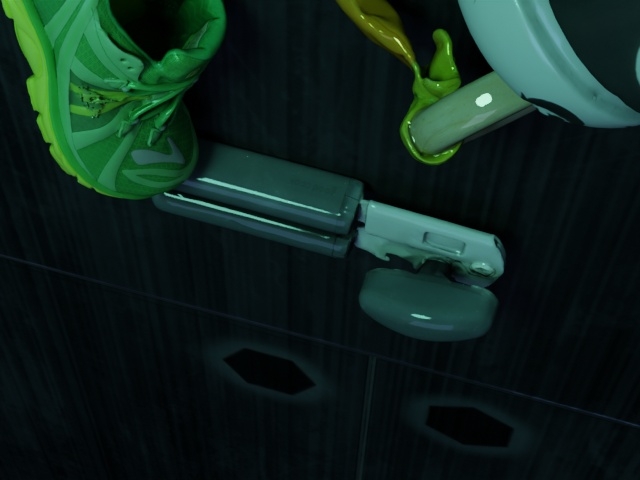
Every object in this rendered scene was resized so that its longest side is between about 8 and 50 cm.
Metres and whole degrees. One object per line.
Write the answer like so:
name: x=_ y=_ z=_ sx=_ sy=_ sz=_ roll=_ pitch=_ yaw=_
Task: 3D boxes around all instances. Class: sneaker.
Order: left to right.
sneaker: x=-0.121 y=-0.116 z=0.947 sx=0.123 sy=0.109 sz=0.295 roll=14 pitch=152 yaw=17

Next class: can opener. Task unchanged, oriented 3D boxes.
can opener: x=0.000 y=0.000 z=1.096 sx=0.283 sy=0.095 sz=0.076 roll=15 pitch=151 yaw=6

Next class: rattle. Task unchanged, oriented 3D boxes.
rattle: x=0.123 y=-0.136 z=0.852 sx=0.200 sy=0.142 sz=0.130 roll=-29 pitch=161 yaw=35

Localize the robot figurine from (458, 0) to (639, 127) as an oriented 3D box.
robot figurine: x=0.187 y=-0.145 z=0.644 sx=0.278 sy=0.173 sz=0.209 roll=-14 pitch=138 yaw=44
